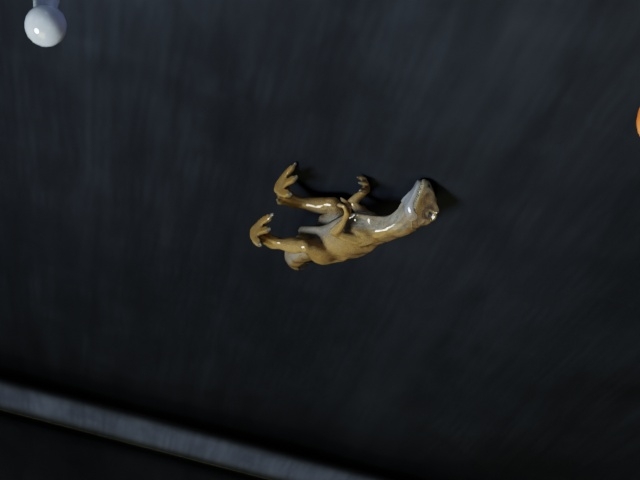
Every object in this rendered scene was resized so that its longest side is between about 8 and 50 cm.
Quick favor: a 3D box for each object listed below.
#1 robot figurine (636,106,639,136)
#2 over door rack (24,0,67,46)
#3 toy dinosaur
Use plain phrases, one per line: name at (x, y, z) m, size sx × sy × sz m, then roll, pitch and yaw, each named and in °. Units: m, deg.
robot figurine at (0.239, -0.058, 0.703) m, size 0.158 × 0.219 × 0.128 m, roll 30°, pitch 152°, yaw -31°
over door rack at (-0.169, -0.205, 0.713) m, size 0.239 × 0.108 × 0.324 m, roll 38°, pitch 153°, yaw -31°
toy dinosaur at (0.000, 0.000, 1.164) m, size 0.112 × 0.064 × 0.211 m, roll 27°, pitch 154°, yaw -28°
